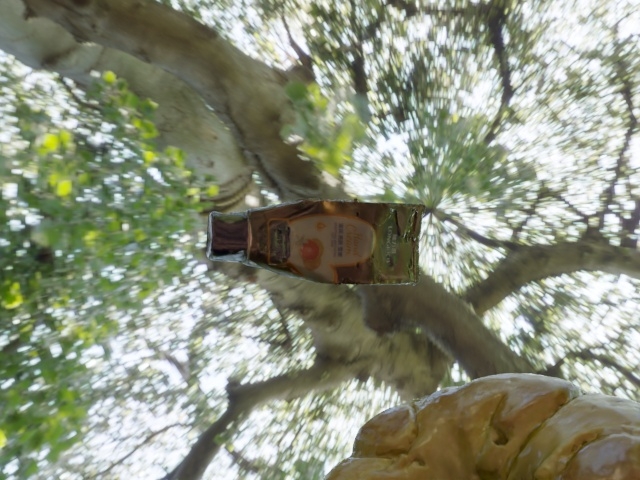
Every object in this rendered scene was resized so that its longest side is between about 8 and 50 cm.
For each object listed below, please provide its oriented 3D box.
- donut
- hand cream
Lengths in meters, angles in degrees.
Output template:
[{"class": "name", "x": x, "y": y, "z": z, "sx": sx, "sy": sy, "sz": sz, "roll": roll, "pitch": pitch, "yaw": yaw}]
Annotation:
[{"class": "donut", "x": 0.109, "y": 0.181, "z": 0.708, "sx": 0.208, "sy": 0.261, "sz": 0.128, "roll": -43, "pitch": -64, "yaw": -23}, {"class": "hand cream", "x": 0.000, "y": 0.000, "z": 0.857, "sx": 0.163, "sy": 0.039, "sz": 0.062, "roll": 2, "pitch": -90, "yaw": -17}]
